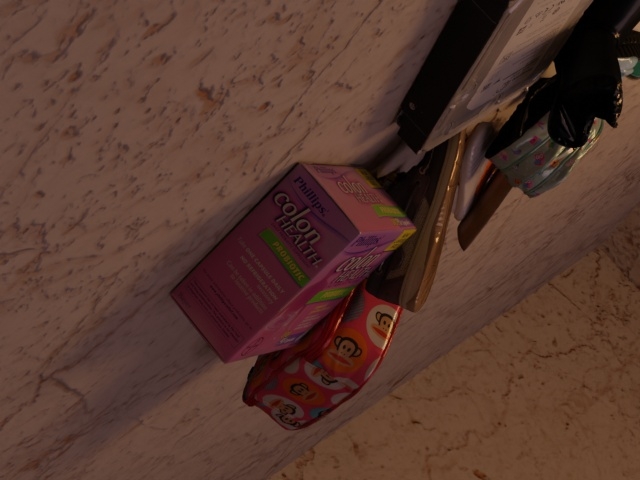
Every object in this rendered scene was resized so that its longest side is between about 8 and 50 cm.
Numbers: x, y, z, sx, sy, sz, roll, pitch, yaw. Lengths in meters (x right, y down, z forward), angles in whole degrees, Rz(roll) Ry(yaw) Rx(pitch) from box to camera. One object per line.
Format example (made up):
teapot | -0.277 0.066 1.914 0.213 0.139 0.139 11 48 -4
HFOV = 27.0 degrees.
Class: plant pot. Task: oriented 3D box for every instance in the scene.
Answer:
plant pot | 0.280 -0.088 2.086 0.236 0.032 0.236 -55 177 -5

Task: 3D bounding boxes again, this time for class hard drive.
hard drive | 0.234 -0.258 1.614 0.237 0.064 0.339 -32 165 -31

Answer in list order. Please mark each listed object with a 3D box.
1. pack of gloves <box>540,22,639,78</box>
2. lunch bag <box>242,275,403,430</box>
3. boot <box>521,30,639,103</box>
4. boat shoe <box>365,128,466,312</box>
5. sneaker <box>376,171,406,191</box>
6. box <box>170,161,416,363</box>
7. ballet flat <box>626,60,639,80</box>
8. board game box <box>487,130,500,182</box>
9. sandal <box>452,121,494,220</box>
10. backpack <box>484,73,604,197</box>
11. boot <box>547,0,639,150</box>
pack of gloves | 0.406 -0.273 1.876 0.232 0.046 0.195 2 142 -37
lunch bag | 0.017 0.124 1.941 0.293 0.120 0.258 -41 -162 52
boot | 0.407 -0.267 2.054 0.198 0.077 0.137 -15 159 -33
boat shoe | 0.129 -0.050 1.779 0.103 0.092 0.285 11 93 -80
sneaker | 0.120 -0.046 1.920 0.093 0.088 0.225 -44 166 11
box | -0.030 0.026 1.681 0.243 0.117 0.213 -45 166 17
ballet flat | 0.596 -0.359 2.249 0.248 0.086 0.086 -41 166 -1
board game box | 0.318 -0.164 2.198 0.259 0.039 0.124 -37 165 -1
sandal | 0.206 -0.119 1.956 0.102 0.076 0.265 -57 166 -16
backpack | 0.318 -0.148 1.870 0.182 0.115 0.152 -46 180 -36
boot | 0.371 -0.253 1.685 0.246 0.094 0.207 -56 -166 39
